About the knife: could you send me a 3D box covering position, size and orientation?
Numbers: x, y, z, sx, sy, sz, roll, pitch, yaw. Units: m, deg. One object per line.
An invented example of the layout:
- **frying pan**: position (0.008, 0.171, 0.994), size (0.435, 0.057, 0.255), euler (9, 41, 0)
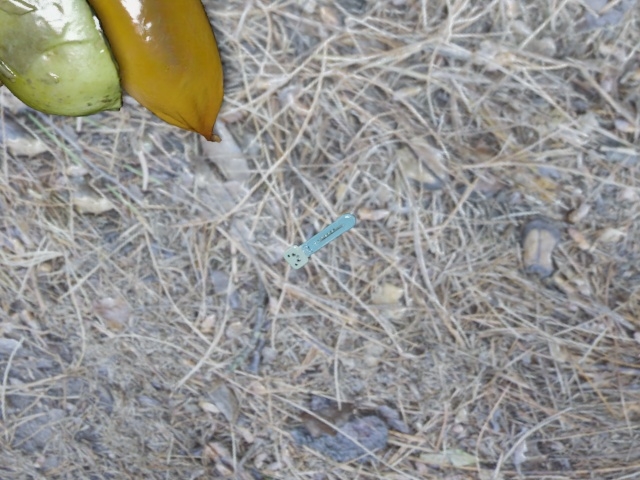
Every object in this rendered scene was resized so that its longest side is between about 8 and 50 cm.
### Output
- **knife**: position (0.000, 0.000, 1.005), size (0.096, 0.010, 0.027), euler (-35, 108, 18)

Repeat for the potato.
- **potato**: position (-0.288, -0.222, 0.830), size (0.111, 0.160, 0.271), euler (-29, 115, -17)

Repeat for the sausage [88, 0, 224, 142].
- **sausage**: position (-0.174, -0.231, 0.865), size (0.112, 0.112, 0.328), euler (-17, 114, 12)

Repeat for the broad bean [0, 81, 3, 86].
- **broad bean**: position (-0.400, -0.195, 0.912), size (0.165, 0.084, 0.114), euler (16, 135, -10)
